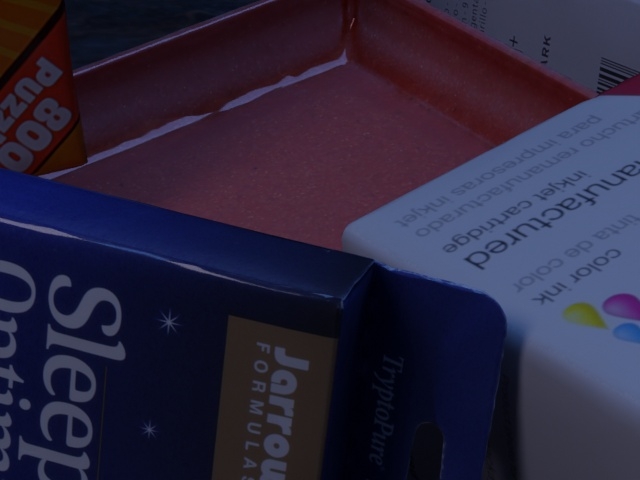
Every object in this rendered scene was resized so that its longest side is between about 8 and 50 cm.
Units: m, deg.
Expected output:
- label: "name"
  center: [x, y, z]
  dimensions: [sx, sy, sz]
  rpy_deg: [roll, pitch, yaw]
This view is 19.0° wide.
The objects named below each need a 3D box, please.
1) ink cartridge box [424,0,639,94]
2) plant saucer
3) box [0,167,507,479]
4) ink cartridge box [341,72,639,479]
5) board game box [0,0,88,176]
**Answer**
- label: "ink cartridge box"
  center: [0.185, -0.111, 0.965]
  dimensions: [0.309, 0.130, 0.272]
  rpy_deg: [-14, 30, -38]
- label: "plant saucer"
  center: [-0.017, -0.009, 0.743]
  dimensions: [0.258, 0.047, 0.259]
  rpy_deg: [-24, 37, -25]
- label: "box"
  center: [-0.067, 0.053, 0.545]
  dimensions: [0.225, 0.136, 0.036]
  rpy_deg: [13, 25, 13]
- label: "ink cartridge box"
  center: [0.185, 0.053, 0.541]
  dimensions: [0.226, 0.131, 0.306]
  rpy_deg: [-27, 33, -25]
- label: "board game box"
  center: [-0.327, -0.215, 0.728]
  dimensions: [0.357, 0.356, 0.356]
  rpy_deg: [-14, 31, -20]
